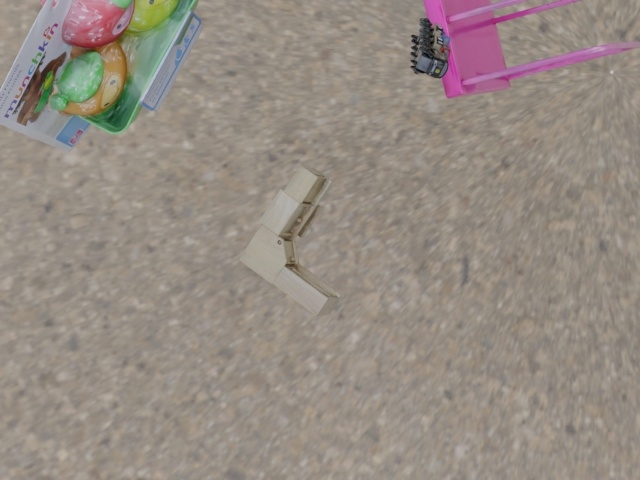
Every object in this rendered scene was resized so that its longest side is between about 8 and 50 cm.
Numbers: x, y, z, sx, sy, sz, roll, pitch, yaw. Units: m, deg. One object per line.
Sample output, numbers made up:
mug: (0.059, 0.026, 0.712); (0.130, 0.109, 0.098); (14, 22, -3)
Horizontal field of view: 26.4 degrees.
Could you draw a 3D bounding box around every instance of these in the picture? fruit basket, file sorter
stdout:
fruit basket: (-0.253, -0.258, 1.616); (0.165, 0.353, 0.327); (28, 89, 0)
file sorter: (0.212, -0.317, 1.449); (0.182, 0.202, 0.290); (-12, 93, 24)

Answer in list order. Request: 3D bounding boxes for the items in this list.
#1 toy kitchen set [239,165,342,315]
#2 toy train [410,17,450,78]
toy kitchen set: (0.000, 0.000, 1.008); (0.075, 0.068, 0.083); (36, 100, 15)
toy train: (0.104, -0.178, 1.261); (0.036, 0.158, 0.027); (24, 110, -5)
